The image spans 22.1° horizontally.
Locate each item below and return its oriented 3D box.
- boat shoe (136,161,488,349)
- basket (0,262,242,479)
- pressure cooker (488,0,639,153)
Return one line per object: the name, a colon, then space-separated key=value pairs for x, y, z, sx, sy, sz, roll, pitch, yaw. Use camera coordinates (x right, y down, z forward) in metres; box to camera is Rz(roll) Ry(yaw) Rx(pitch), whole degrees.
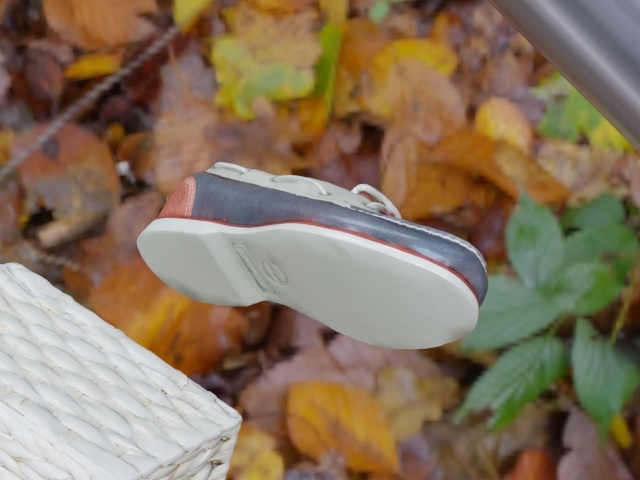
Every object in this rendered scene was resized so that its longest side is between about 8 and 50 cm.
boat shoe: x=0.000 y=0.000 z=0.513 sx=0.137 sy=0.049 sz=0.043 roll=8 pitch=46 yaw=44
basket: x=-0.134 y=0.097 z=0.762 sx=0.167 sy=0.103 sz=0.113 roll=31 pitch=27 yaw=22
pressure cooker: x=0.255 y=-0.283 z=1.109 sx=0.375 sy=0.420 sz=0.370 roll=-44 pitch=16 yaw=14
